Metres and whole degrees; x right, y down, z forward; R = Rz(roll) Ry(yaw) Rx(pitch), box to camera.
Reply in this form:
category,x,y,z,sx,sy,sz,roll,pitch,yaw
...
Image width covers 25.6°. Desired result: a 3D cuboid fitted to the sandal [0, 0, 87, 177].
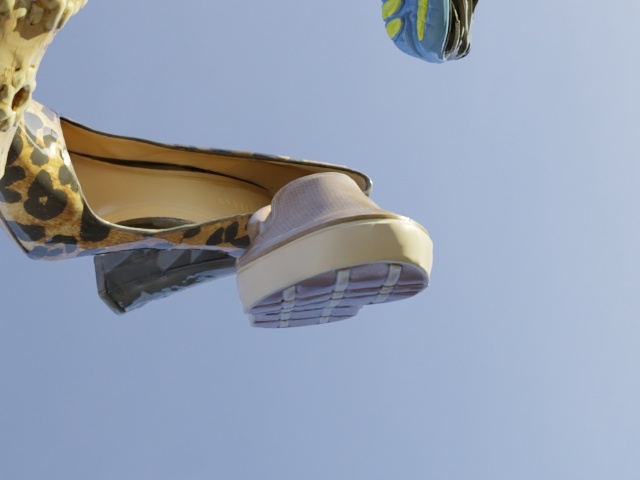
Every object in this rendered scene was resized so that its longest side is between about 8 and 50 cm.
category,x,y,z,sx,sy,sz,roll,pitch,yaw
sandal,-0.119,-0.042,0.383,0.240,0.088,0.079,-31,-92,-2

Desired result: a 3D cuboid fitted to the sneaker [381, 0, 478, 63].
category,x,y,z,sx,sy,sz,roll,pitch,yaw
sneaker,0.085,-0.213,0.987,0.078,0.067,0.188,17,-105,-52

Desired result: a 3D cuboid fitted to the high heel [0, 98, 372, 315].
category,x,y,z,sx,sy,sz,roll,pitch,yaw
high heel,-0.083,-0.047,0.805,0.186,0.093,0.261,-21,-28,8

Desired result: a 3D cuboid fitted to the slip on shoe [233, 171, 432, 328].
category,x,y,z,sx,sy,sz,roll,pitch,yaw
slip on shoe,0.000,0.000,0.407,0.051,0.135,0.041,-4,-97,-5
